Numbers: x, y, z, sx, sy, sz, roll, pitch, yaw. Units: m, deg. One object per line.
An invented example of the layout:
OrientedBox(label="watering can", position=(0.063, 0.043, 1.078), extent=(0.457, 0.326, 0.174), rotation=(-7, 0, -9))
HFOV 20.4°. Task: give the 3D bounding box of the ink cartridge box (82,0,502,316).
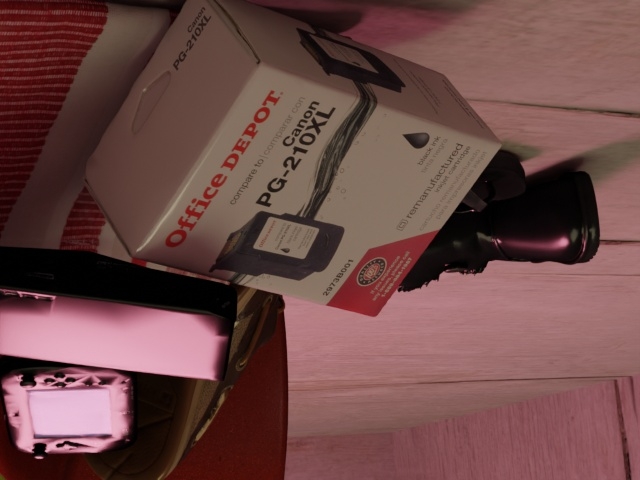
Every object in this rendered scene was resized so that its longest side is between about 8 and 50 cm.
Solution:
OrientedBox(label="ink cartridge box", position=(-0.019, -0.056, 1.253), extent=(0.237, 0.100, 0.172), rotation=(15, 119, -41))

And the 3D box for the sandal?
OrientedBox(label="sandal", position=(0.104, -0.055, 1.696), extent=(0.097, 0.054, 0.254), rotation=(-15, 165, 39))

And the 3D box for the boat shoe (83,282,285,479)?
OrientedBox(label="boat shoe", position=(-0.095, 0.051, 1.530), extent=(0.123, 0.342, 0.123), rotation=(23, -172, 21))

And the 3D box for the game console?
OrientedBox(label="game console", position=(-0.175, 0.096, 1.330), extent=(0.213, 0.044, 0.361), rotation=(7, 155, -2))

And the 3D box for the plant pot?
OrientedBox(label="plant pot", position=(-0.183, 0.097, 1.706), extent=(0.267, 0.235, 0.267), rotation=(4, -163, -40))

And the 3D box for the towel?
OrientedBox(label="towel", position=(-0.153, -0.065, 1.260), extent=(0.329, 0.037, 0.237), rotation=(3, 130, -38))

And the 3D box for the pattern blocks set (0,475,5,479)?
OrientedBox(label="pattern blocks set", position=(-0.418, 0.228, 1.616), extent=(0.285, 0.026, 0.325), rotation=(-5, -158, -23))

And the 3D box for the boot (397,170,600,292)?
OrientedBox(label="boot", position=(0.167, -0.005, 1.875), extent=(0.207, 0.094, 0.246), rotation=(-8, 175, -10))
